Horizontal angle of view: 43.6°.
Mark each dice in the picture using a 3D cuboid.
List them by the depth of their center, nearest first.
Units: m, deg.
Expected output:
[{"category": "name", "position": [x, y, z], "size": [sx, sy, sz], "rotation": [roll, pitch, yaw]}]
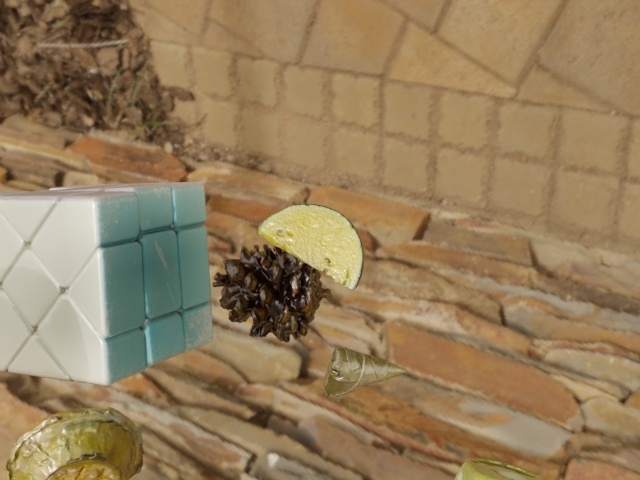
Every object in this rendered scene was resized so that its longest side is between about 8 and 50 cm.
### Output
[{"category": "dice", "position": [0.344, 0.532, 1.552], "size": [0.166, 0.169, 0.170], "rotation": [15, 90, -1]}]

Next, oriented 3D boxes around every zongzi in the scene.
[{"category": "zongzi", "position": [0.099, 0.326, 1.860], "size": [0.177, 0.081, 0.189], "rotation": [11, 144, -2]}]

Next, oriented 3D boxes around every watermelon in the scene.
[{"category": "watermelon", "position": [0.004, -0.009, 1.233], "size": [0.181, 0.092, 0.075], "rotation": [32, 130, 19]}]

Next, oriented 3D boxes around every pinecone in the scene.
[{"category": "pinecone", "position": [-0.107, 0.118, 1.820], "size": [0.257, 0.243, 0.244], "rotation": [-19, 112, 6]}]

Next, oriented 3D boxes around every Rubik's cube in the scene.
[{"category": "Rubik's cube", "position": [-0.413, 0.060, 1.460], "size": [0.318, 0.316, 0.322], "rotation": [1, 97, 26]}]

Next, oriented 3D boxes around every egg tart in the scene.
[{"category": "egg tart", "position": [-0.532, 0.508, 1.775], "size": [0.120, 0.314, 0.315], "rotation": [-127, 30, -48]}]
